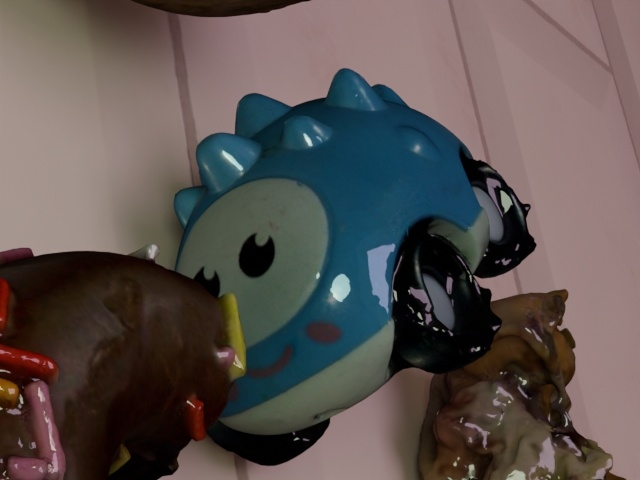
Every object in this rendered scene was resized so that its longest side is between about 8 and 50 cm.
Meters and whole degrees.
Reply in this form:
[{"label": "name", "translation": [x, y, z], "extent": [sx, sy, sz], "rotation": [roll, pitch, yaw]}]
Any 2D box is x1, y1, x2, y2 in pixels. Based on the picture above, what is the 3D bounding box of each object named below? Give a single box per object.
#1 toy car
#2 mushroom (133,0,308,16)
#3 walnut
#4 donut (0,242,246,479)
[{"label": "toy car", "translation": [0.000, 0.000, 0.865], "extent": [0.190, 0.188, 0.255], "rotation": [52, 33, -11]}, {"label": "mushroom", "translation": [-0.066, -0.329, 0.850], "extent": [0.334, 0.356, 0.331], "rotation": [24, 21, -7]}, {"label": "walnut", "translation": [0.153, 0.172, 1.059], "extent": [0.204, 0.141, 0.238], "rotation": [49, 29, -54]}, {"label": "donut", "translation": [-0.105, 0.158, 0.620], "extent": [0.259, 0.136, 0.345], "rotation": [2, 67, -63]}]
